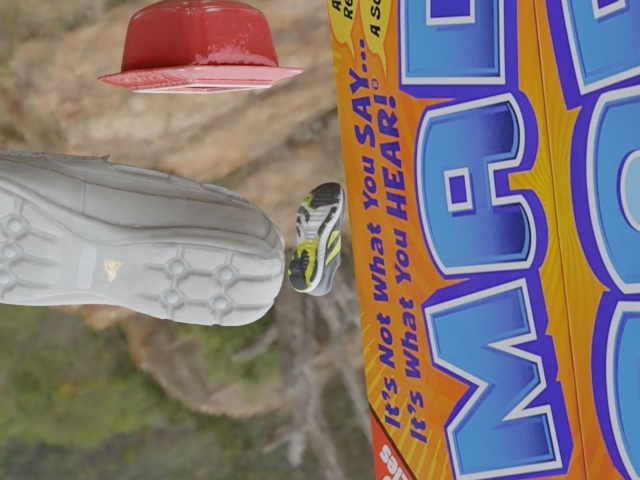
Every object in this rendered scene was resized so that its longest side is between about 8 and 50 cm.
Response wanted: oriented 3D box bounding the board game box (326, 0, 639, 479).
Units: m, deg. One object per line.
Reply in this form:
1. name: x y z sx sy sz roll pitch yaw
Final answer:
1. board game box: 0.256 -0.036 0.845 0.356 0.356 0.356 -5 179 -33

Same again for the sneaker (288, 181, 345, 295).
1. sneaker: 0.000 0.000 1.136 0.031 0.083 0.035 10 165 30

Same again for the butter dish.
1. butter dish: -0.122 -0.209 1.624 0.160 0.118 0.160 -5 -176 -43

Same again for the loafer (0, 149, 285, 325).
1. loafer: -0.184 -0.012 1.223 0.319 0.111 0.112 14 121 -13
